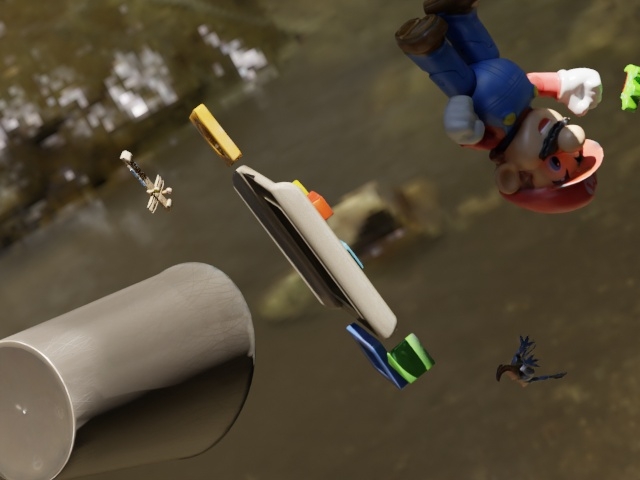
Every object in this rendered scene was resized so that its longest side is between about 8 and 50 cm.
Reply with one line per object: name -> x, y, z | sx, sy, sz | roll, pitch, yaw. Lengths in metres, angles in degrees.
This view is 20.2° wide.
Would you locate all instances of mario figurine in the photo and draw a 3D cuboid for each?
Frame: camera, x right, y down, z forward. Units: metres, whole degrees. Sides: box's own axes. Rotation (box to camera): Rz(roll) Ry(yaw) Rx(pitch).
mario figurine -> 0.246, -0.170, 2.186 | 0.198, 0.320, 0.170 | -39, 19, 4

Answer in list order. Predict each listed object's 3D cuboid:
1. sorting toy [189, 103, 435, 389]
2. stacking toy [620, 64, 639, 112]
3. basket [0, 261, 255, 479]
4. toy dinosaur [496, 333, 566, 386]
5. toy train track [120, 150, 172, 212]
sorting toy -> 0.000, 0.000, 1.717 | 0.047, 0.348, 0.196 | -39, 15, -9
stacking toy -> 0.467, -0.256, 2.289 | 0.052, 0.167, 0.221 | 12, 89, 62
basket -> -0.190, 0.128, 1.598 | 0.154, 0.204, 0.227 | 37, 26, 24
toy dinosaur -> 0.196, 0.126, 1.782 | 0.090, 0.082, 0.047 | -17, 62, -19
toy train track -> -0.173, -0.060, 1.821 | 0.014, 0.083, 0.048 | -18, 39, 28
